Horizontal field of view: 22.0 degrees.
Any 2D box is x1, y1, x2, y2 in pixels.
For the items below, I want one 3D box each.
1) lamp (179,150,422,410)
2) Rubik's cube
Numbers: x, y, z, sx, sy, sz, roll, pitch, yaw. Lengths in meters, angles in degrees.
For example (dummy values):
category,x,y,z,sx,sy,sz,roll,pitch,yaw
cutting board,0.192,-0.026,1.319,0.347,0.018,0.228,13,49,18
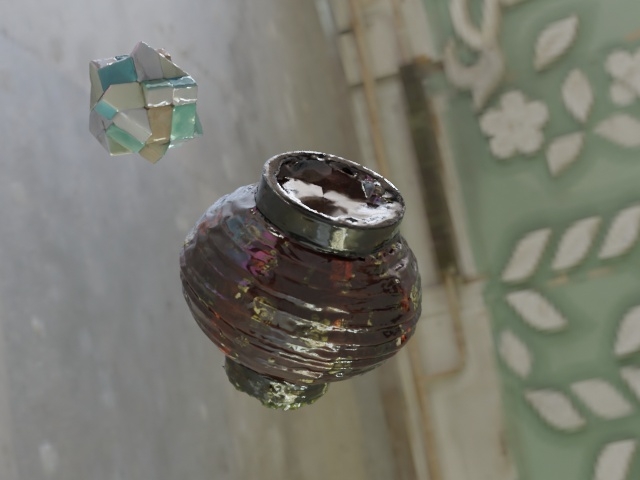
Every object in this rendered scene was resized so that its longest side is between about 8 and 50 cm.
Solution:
category,x,y,z,sx,sy,sz,roll,pitch,yaw
lamp,-0.019,0.042,1.564,0.247,0.247,0.247,-14,90,-74
Rubik's cube,-0.128,-0.098,1.191,0.073,0.075,0.084,49,-23,45
